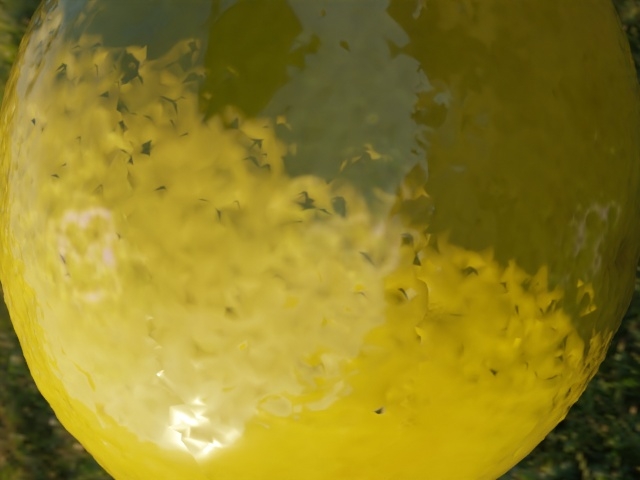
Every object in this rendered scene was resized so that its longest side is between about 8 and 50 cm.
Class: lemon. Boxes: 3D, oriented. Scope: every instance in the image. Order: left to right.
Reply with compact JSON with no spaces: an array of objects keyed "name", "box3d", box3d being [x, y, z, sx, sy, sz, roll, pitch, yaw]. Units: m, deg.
[{"name":"lemon","box3d":[0.000,0.000,0.538,0.240,0.240,0.219,-5,80,47]}]
